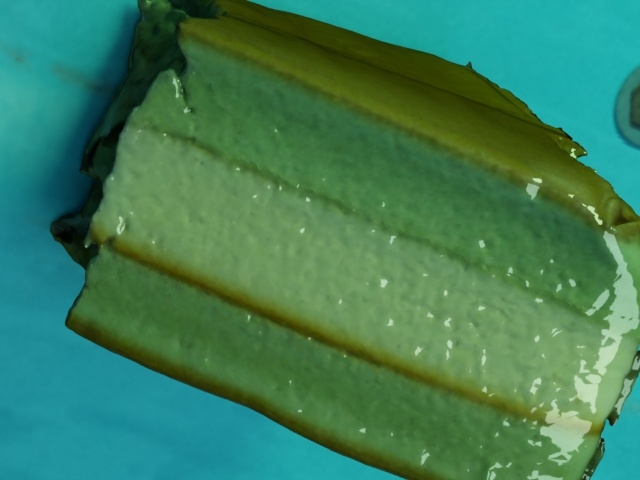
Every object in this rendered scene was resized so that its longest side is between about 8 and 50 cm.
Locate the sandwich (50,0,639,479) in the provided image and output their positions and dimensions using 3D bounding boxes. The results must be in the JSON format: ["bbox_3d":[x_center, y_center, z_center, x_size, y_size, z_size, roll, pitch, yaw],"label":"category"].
[{"bbox_3d":[0.000,-0.001,0.750,0.198,0.227,0.155,12,108,-29],"label":"sandwich"}]
